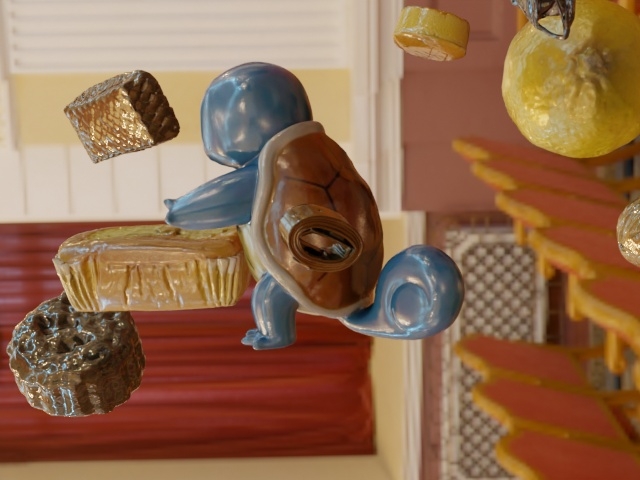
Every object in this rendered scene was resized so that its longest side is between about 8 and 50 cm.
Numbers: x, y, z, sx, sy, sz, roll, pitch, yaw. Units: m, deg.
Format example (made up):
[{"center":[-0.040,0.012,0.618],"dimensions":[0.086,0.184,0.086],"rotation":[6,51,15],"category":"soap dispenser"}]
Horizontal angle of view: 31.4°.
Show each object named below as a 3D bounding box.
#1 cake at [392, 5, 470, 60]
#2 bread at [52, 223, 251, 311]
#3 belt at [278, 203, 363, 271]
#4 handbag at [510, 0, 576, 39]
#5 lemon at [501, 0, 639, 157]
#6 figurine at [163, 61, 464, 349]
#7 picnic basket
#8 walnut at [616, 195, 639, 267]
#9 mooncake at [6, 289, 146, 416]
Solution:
[{"center":[0.120,-0.222,1.230],"dimensions":[0.084,0.084,0.044],"rotation":[118,165,-88],"category":"cake"},{"center":[-0.240,0.040,1.704],"dimensions":[0.152,0.288,0.119],"rotation":[-63,-31,-70],"category":"bread"},{"center":[0.000,0.000,1.100],"dimensions":[0.059,0.083,0.036],"rotation":[-61,30,14],"category":"belt"},{"center":[0.277,-0.298,1.374],"dimensions":[0.115,0.072,0.139],"rotation":[82,180,-48],"category":"handbag"},{"center":[0.437,-0.269,1.899],"dimensions":[0.293,0.292,0.293],"rotation":[179,90,-89],"category":"lemon"},{"center":[-0.025,-0.010,1.367],"dimensions":[0.416,0.298,0.243],"rotation":[50,129,17],"category":"figurine"},{"center":[-0.277,-0.165,1.559],"dimensions":[0.055,0.193,0.110],"rotation":[-39,-71,-38],"category":"picnic basket"},{"center":[0.429,-0.010,1.415],"dimensions":[0.105,0.124,0.105],"rotation":[173,90,-85],"category":"walnut"},{"center":[-0.413,0.186,1.930],"dimensions":[0.124,0.228,0.228],"rotation":[93,176,-46],"category":"mooncake"}]
